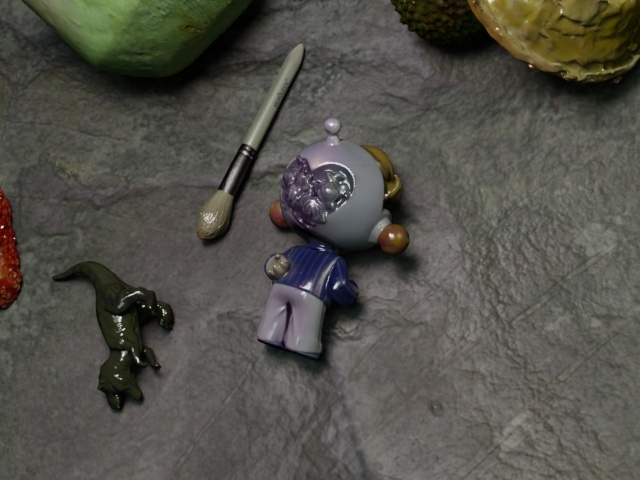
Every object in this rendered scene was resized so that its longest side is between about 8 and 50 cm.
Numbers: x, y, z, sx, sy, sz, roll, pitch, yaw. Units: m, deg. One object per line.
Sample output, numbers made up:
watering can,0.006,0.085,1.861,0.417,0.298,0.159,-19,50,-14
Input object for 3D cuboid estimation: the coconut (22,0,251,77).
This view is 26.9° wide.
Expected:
coconut,-0.250,-0.382,1.742,0.329,0.281,0.328,5,107,16

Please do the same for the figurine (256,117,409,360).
figurine,-0.009,0.001,1.619,0.194,0.133,0.274,41,98,36

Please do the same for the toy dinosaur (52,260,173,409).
toy dinosaur,-0.281,0.110,1.668,0.179,0.087,0.187,1,69,14

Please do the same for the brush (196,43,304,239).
brush,-0.088,-0.130,1.738,0.039,0.042,0.299,18,72,22

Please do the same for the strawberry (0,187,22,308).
strawberry,-0.493,-0.023,1.766,0.236,0.107,0.175,19,76,21

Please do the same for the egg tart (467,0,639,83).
egg tart,0.304,-0.342,1.586,0.315,0.120,0.314,8,70,-23

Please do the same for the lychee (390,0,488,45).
lychee,0.157,-0.319,1.667,0.171,0.171,0.171,-5,69,14
